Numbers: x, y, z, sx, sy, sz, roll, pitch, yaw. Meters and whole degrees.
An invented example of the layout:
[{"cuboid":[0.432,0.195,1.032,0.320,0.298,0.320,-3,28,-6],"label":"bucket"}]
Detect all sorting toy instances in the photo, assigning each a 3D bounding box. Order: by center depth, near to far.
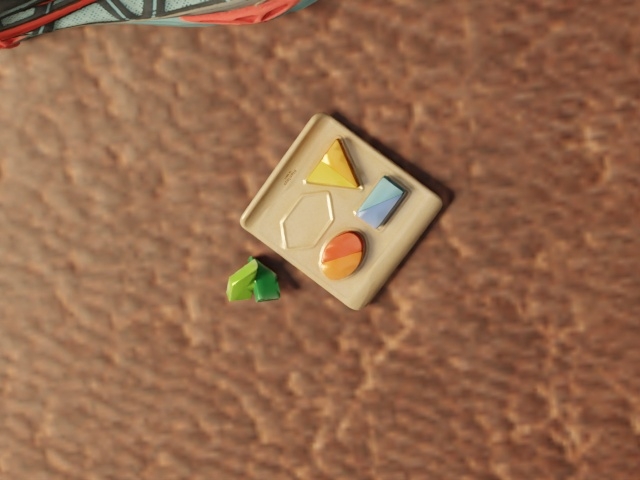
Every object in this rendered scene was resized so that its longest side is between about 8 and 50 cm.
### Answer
[{"cuboid":[0.000,0.000,0.490,0.062,0.012,0.083,36,104,-2],"label":"sorting toy"}]

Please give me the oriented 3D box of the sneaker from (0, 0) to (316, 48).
[{"cuboid":[-0.085,-0.107,0.418,0.261,0.125,0.104,-15,101,10],"label":"sneaker"}]
